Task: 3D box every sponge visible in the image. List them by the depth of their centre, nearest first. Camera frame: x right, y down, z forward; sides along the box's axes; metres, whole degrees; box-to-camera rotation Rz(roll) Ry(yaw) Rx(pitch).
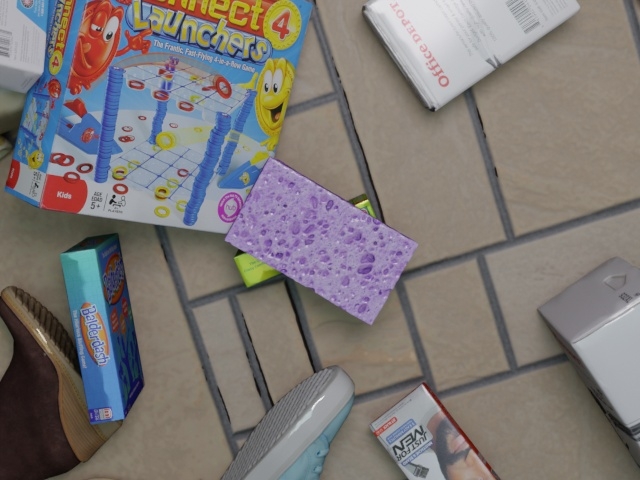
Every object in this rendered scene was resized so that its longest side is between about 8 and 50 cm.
[{"bbox_3d":[0.000,0.000,1.324,0.210,0.031,0.117,30,96,-4],"label":"sponge"}]

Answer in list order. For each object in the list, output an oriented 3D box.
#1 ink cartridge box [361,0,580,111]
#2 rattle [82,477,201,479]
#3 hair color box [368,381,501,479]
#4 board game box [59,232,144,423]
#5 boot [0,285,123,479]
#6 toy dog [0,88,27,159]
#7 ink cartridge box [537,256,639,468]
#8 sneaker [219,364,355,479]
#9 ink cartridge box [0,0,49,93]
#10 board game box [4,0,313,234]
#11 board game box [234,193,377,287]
[{"bbox_3d":[0.181,-0.283,1.352,0.218,0.092,0.158,-35,96,2],"label":"ink cartridge box"},{"bbox_3d":[-0.257,0.392,1.453,0.199,0.130,0.143,-7,110,-26],"label":"rattle"},{"bbox_3d":[0.150,0.279,1.424,0.093,0.053,0.167,-39,81,4],"label":"hair color box"},{"bbox_3d":[-0.270,0.104,1.368,0.047,0.160,0.210,-9,98,1],"label":"board game box"},{"bbox_3d":[-0.402,0.207,1.415,0.207,0.090,0.248,-33,100,2],"label":"boot"},{"bbox_3d":[-0.489,-0.282,1.261,0.395,0.284,0.408,-34,95,1],"label":"toy dog"},{"bbox_3d":[0.416,0.193,1.347,0.129,0.223,0.307,-34,96,5],"label":"ink cartridge box"},{"bbox_3d":[-0.043,0.328,1.422,0.150,0.135,0.366,34,105,-12],"label":"sneaker"},{"bbox_3d":[-0.383,-0.230,1.145,0.180,0.060,0.104,11,69,-31],"label":"ink cartridge box"},{"bbox_3d":[-0.181,-0.172,1.280,0.308,0.086,0.302,7,100,-43],"label":"board game box"},{"bbox_3d":[-0.016,-0.002,1.387,0.181,0.092,0.043,-23,97,3],"label":"board game box"}]
